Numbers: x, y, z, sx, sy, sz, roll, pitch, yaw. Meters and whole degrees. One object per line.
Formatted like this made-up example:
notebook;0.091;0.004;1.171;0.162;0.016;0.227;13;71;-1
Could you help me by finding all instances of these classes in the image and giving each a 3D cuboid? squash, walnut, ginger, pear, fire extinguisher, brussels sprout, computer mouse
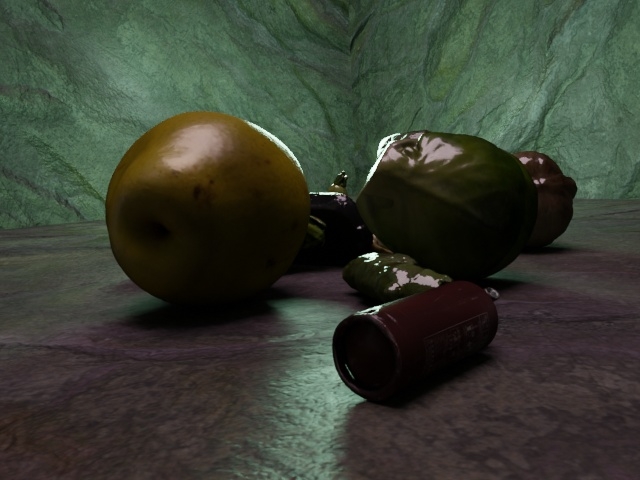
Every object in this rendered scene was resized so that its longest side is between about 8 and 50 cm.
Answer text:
squash;0.053;-0.089;1.819;0.094;0.224;0.094;4;8;-1
walnut;0.527;-0.102;1.603;0.248;0.248;0.248;-3;7;0
ginger;0.132;0.066;1.082;0.137;0.089;0.290;15;0;-11
pear;-0.201;-0.052;1.128;0.362;0.362;0.418;-1;13;13
fire extinguisher;0.132;0.106;0.744;0.105;0.105;0.269;4;10;42
brussels sprout;0.243;-0.067;1.219;0.355;0.289;0.281;23;1;-14
computer mouse;-0.011;-0.033;1.534;0.323;0.183;0.116;2;32;33

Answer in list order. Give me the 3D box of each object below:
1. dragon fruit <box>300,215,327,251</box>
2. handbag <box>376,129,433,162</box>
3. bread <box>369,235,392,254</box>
dragon fruit;-0.134;-0.005;1.434;0.269;0.200;0.198;26;-2;5
handbag;0.295;-0.169;2.038;0.247;0.340;0.240;-2;24;21
bread;0.117;-0.003;1.603;0.225;0.081;0.134;14;29;43
